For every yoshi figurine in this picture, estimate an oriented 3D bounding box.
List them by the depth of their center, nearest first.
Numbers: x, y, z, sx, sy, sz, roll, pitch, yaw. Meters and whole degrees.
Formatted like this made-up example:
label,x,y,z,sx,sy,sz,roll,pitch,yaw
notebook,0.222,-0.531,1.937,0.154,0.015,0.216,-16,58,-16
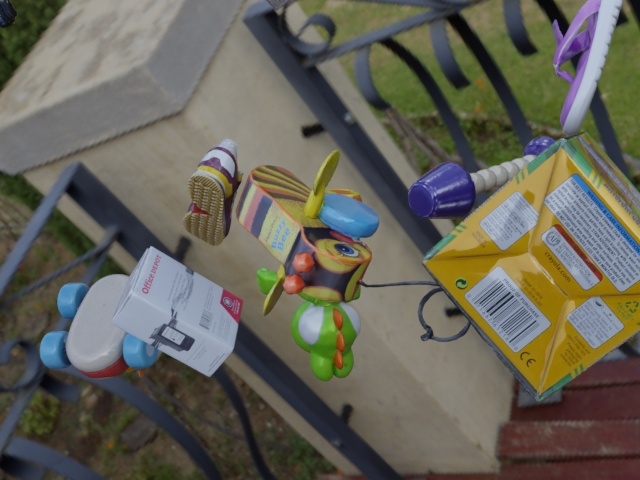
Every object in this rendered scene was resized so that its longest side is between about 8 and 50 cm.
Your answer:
label,x,y,z,sx,sy,sz,roll,pitch,yaw
yoshi figurine,-0.004,0.084,1.780,0.204,0.362,0.203,2,12,18

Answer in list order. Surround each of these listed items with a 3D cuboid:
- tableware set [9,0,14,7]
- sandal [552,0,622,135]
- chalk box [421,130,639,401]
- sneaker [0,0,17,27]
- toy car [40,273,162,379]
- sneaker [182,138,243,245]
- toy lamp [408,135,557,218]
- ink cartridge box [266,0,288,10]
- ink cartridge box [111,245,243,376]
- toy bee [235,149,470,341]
label,x,y,z,sx,sy,sz,roll,pitch,yaw
tableware set,-0.462,-0.374,1.247,0.039,0.128,0.194,-63,2,-7
sandal,0.451,-0.356,1.596,0.102,0.169,0.416,16,64,13
chalk box,0.256,0.009,0.956,0.179,0.180,0.289,-42,-7,22
sneaker,-0.414,-0.265,1.115,0.085,0.058,0.152,-13,47,7
toy car,-0.383,0.207,1.823,0.219,0.238,0.210,-3,54,19
sneaker,-0.139,-0.062,1.256,0.083,0.070,0.185,-61,-2,-29
toy lamp,0.227,-0.086,1.254,0.275,0.080,0.080,-21,18,-40
ink cartridge box,-0.174,-0.577,1.678,0.066,0.296,0.261,-38,75,9
ink cartridge box,-0.184,0.092,1.204,0.063,0.150,0.109,-49,18,29
toy bee,0.000,0.000,0.983,0.298,0.162,0.195,12,100,37
